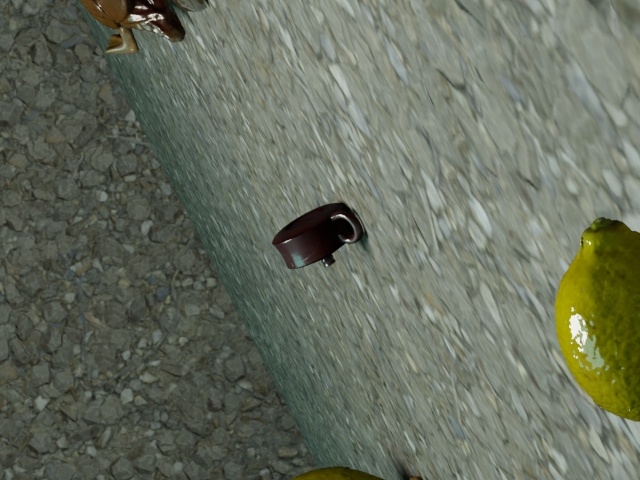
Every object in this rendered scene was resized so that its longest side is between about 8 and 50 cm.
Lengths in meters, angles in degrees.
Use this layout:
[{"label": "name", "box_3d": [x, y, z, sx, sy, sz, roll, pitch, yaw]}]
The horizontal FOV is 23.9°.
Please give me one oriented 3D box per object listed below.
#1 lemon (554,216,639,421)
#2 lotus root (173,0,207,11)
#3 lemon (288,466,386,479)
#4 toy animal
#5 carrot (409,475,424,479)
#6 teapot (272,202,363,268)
[{"label": "lemon", "box_3d": [0.118, 0.030, 0.559, 0.062, 0.062, 0.083, -158, 44, -78]}, {"label": "lotus root", "box_3d": [-0.129, -0.241, 1.363, 0.037, 0.030, 0.083, 58, 171, 37]}, {"label": "lemon", "box_3d": [0.026, 0.405, 1.698, 0.297, 0.297, 0.297, 60, 172, 14]}, {"label": "toy animal", "box_3d": [-0.209, -0.272, 1.571, 0.188, 0.089, 0.179, 34, 161, 41]}, {"label": "carrot", "box_3d": [0.140, 0.336, 1.525, 0.256, 0.061, 0.061, 58, 172, 49]}, {"label": "teapot", "box_3d": [0.000, 0.000, 1.237, 0.100, 0.068, 0.045, -16, 108, 48]}]
